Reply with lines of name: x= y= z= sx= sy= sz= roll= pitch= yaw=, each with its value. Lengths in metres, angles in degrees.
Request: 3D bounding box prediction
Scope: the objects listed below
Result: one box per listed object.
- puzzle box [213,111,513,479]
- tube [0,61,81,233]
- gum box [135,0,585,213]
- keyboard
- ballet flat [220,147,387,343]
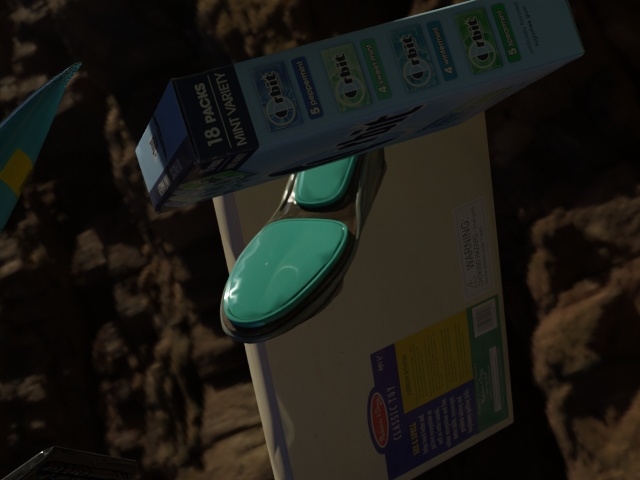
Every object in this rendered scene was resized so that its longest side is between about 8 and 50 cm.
puzzle box: x=0.052 y=0.057 z=1.118 sx=0.052 sy=0.272 sz=0.408 roll=29 pitch=135 yaw=52
tube: x=-0.173 y=0.008 z=0.522 sx=0.052 sy=0.080 sz=0.207 roll=38 pitch=-117 yaw=-22
gum box: x=0.010 y=-0.066 z=0.573 sx=0.157 sy=0.184 sz=0.041 roll=157 pitch=95 yaw=-75
keyboard: x=-0.232 y=0.223 z=1.019 sx=0.023 sy=0.108 sz=0.180 roll=57 pitch=-176 yaw=21
ballet flat: x=0.000 y=0.000 z=0.741 sx=0.213 sy=0.072 sz=0.068 roll=-67 pitch=-30 yaw=-42
